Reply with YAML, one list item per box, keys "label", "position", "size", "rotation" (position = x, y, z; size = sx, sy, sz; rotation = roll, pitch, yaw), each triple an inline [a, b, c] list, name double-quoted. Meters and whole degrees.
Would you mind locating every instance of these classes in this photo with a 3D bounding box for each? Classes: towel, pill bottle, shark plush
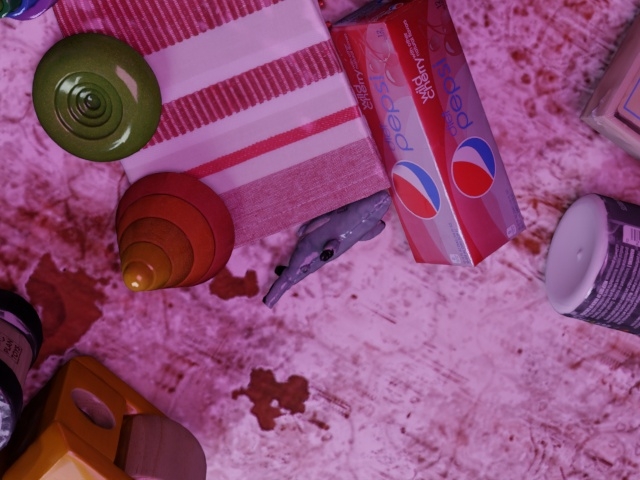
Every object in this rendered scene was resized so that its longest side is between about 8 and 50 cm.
- label: "towel"
  position: [-0.099, -0.155, 1.598]
  size: [0.237, 0.037, 0.329]
  rotation: [-21, 108, 6]
- label: "pill bottle"
  position: [0.367, 0.042, 1.728]
  size: [0.246, 0.130, 0.130]
  rotation: [15, 100, -17]
- label: "shark plush"
  position: [0.000, 0.000, 1.662]
  size: [0.161, 0.067, 0.073]
  rotation: [-32, 109, -4]

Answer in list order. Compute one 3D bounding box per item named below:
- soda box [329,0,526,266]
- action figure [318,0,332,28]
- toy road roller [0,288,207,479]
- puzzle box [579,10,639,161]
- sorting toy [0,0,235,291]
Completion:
- label: "soda box"
  position: [0.105, -0.107, 1.634]
  size: [0.083, 0.092, 0.263]
  rotation: [-34, 112, -32]
- label: "action figure"
  position: [-0.048, -0.197, 1.622]
  size: [0.115, 0.030, 0.038]
  rotation: [-23, 103, -2]
- label: "toy road roller"
  position: [-0.290, 0.227, 1.590]
  size: [0.329, 0.202, 0.240]
  rotation: [38, 105, -14]
- label: "puzzle box"
  position: [0.490, -0.132, 1.727]
  size: [0.409, 0.052, 0.272]
  rotation: [32, 84, -19]
- label: "sorting toy"
  position: [-0.211, -0.091, 1.538]
  size: [0.127, 0.126, 0.365]
  rotation: [-22, 107, 22]
